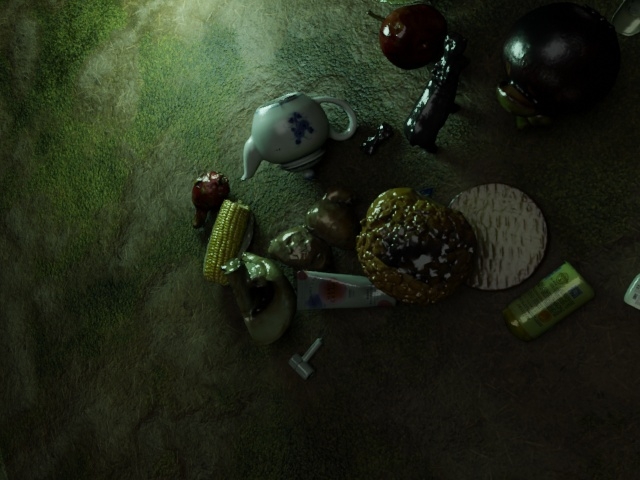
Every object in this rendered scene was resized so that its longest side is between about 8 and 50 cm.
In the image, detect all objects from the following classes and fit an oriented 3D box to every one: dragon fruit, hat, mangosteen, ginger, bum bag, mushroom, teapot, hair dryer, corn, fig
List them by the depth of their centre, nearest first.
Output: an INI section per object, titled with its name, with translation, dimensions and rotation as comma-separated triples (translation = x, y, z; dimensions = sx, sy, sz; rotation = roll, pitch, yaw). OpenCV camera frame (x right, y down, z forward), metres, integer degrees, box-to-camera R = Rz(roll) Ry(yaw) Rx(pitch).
[mangosteen]
translation = 0.607, -0.444, 1.583
dimensions = 0.307, 0.307, 0.347
rotation = 48, 121, 22
[hat]
translation = 0.862, -0.628, 1.613
dimensions = 0.122, 0.081, 0.166
rotation = 29, 116, -13
[fig]
translation = 0.268, -0.634, 1.847
dimensions = 0.203, 0.186, 0.249
rotation = -27, 30, 1
[ginger]
translation = 0.000, 0.000, 1.885
dimensions = 0.256, 0.176, 0.375
rotation = 33, 97, 7
[bum bag]
translation = 0.178, -0.321, 1.907
dimensions = 0.124, 0.034, 0.058
rotation = -45, 59, 13
[mushroom]
translation = -0.175, 0.148, 1.911
dimensions = 0.212, 0.217, 0.292
rotation = -23, 111, 18
[hair dryer]
translation = -0.031, 0.369, 1.919
dimensions = 0.082, 0.047, 0.137
rotation = 40, 94, 23
[teapot]
translation = -0.082, -0.322, 1.931
dimensions = 0.424, 0.252, 0.280
rotation = -24, 108, -2
[corn]
translation = -0.320, 0.003, 2.064
dimensions = 0.123, 0.122, 0.305
rotation = 14, 87, 52
[dragon fruit]
translation = -0.403, -0.138, 2.120
dimensions = 0.125, 0.125, 0.246
rotation = 57, 131, 49

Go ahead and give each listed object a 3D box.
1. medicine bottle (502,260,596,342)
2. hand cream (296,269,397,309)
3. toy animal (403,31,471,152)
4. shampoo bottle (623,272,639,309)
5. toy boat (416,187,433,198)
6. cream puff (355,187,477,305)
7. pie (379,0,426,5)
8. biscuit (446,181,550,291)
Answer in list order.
[medicine bottle]
translation = 0.601, 0.171, 1.603
dimensions = 0.239, 0.124, 0.124
rotation = -42, 69, 16
[hand cream]
translation = 0.099, 0.155, 1.806
dimensions = 0.340, 0.078, 0.124
rotation = 1, 101, 0
[toy animal]
translation = 0.350, -0.429, 1.762
dimensions = 0.106, 0.168, 0.343
rotation = 31, 112, 27
[shampoo bottle]
translation = 0.843, 0.106, 1.535
dimensions = 0.077, 0.045, 0.152
rotation = 28, 97, 27
[toy boat]
translation = 0.268, -0.106, 1.821
dimensions = 0.175, 0.091, 0.110
rotation = -42, 41, 11
[cream puff]
translation = 0.258, 0.014, 1.658
dimensions = 0.327, 0.231, 0.343
rotation = -26, 89, 19
[pie]
translation = 0.292, -0.794, 1.835
dimensions = 0.274, 0.105, 0.257
rotation = -2, 51, 26
[biscuit]
translation = 0.489, -0.011, 1.720
dimensions = 0.317, 0.040, 0.318
rotation = -2, 84, 26
